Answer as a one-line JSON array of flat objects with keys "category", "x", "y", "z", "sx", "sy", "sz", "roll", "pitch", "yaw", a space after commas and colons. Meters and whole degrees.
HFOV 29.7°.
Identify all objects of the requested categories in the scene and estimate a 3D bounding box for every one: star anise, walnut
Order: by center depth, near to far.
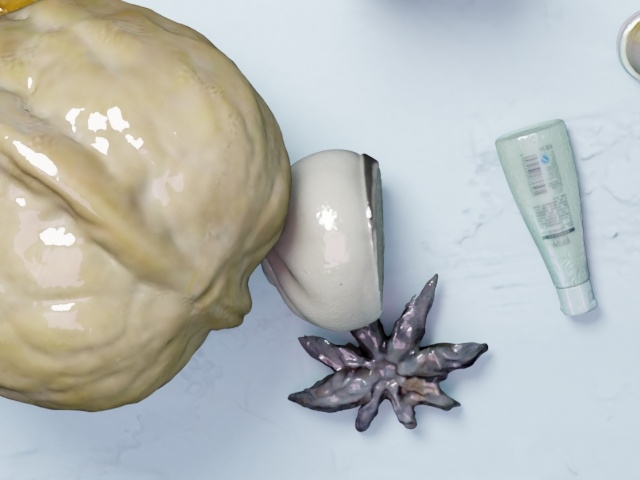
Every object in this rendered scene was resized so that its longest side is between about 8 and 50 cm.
[{"category": "walnut", "x": -0.215, "y": -0.039, "z": 1.060, "sx": 0.381, "sy": 0.381, "sz": 0.381, "roll": 1, "pitch": 104, "yaw": 6}, {"category": "star anise", "x": 0.066, "y": 0.120, "z": 1.218, "sx": 0.205, "sy": 0.061, "sz": 0.180, "roll": 2, "pitch": 104, "yaw": 6}]

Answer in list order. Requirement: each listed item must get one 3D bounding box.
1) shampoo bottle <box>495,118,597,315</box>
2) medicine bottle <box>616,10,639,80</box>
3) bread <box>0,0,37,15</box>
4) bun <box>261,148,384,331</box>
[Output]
[{"category": "shampoo bottle", "x": 0.229, "y": -0.019, "z": 1.176, "sx": 0.069, "sy": 0.041, "sz": 0.190, "roll": -18, "pitch": 102, "yaw": 5}, {"category": "medicine bottle", "x": 0.307, "y": -0.161, "z": 1.040, "sx": 0.074, "sy": 0.218, "sz": 0.074, "roll": 1, "pitch": 103, "yaw": 5}, {"category": "bread", "x": -0.304, "y": -0.251, "z": 1.175, "sx": 0.081, "sy": 0.046, "sz": 0.083, "roll": -25, "pitch": 101, "yaw": 14}, {"category": "bun", "x": 0.000, "y": 0.000, "z": 1.137, "sx": 0.120, "sy": 0.173, "sz": 0.172, "roll": -3, "pitch": 104, "yaw": 4}]
